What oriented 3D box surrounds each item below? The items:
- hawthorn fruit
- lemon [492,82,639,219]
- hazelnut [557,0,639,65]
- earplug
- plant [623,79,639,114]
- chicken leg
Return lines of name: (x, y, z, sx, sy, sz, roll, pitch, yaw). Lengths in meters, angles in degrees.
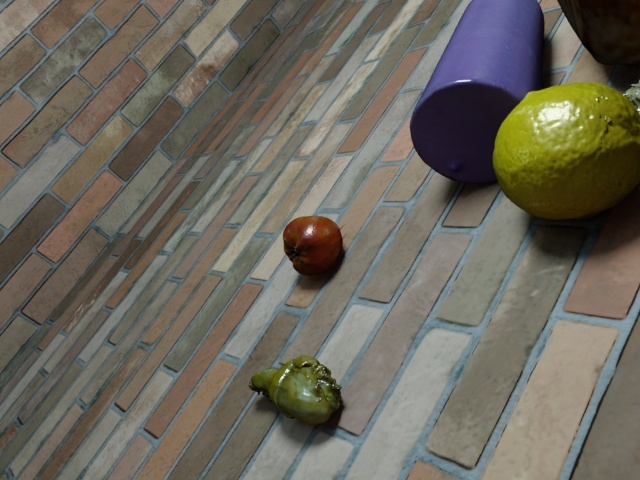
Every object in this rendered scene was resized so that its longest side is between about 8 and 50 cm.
hawthorn fruit: (-0.008, 0.010, 1.248, 0.125, 0.140, 0.125, -30, 56, 56)
lemon: (0.349, -0.125, 0.878, 0.231, 0.192, 0.192, 0, 51, 48)
hazelnut: (0.518, -0.461, 0.955, 0.359, 0.359, 0.409, -36, 22, 15)
earplug: (0.324, -0.329, 1.172, 0.215, 0.215, 0.456, -17, 36, 40)
plant: (0.502, -0.186, 0.908, 0.121, 0.104, 0.117, -17, 66, -14)
chicken leg: (-0.044, 0.240, 1.028, 0.227, 0.088, 0.103, 0, 61, 60)
